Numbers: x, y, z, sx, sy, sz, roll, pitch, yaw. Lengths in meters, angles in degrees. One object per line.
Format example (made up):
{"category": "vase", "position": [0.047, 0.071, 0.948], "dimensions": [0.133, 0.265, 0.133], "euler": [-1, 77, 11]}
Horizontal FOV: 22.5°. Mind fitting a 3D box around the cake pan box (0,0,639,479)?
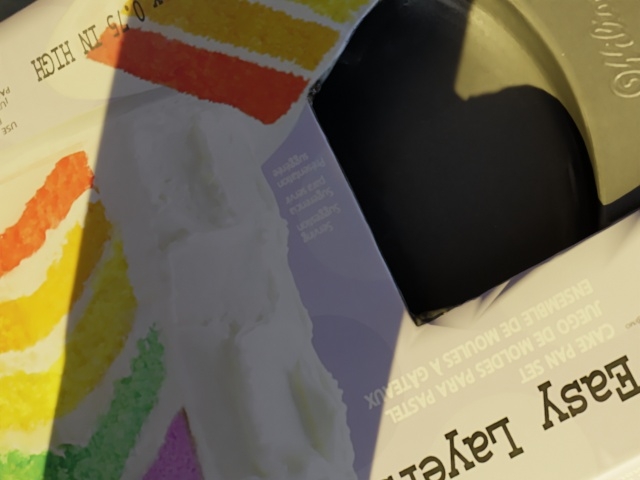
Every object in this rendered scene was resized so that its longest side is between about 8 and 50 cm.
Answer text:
{"category": "cake pan box", "position": [0.000, 0.000, 0.537], "dimensions": [0.246, 0.267, 0.070], "euler": [66, 12, 19]}
